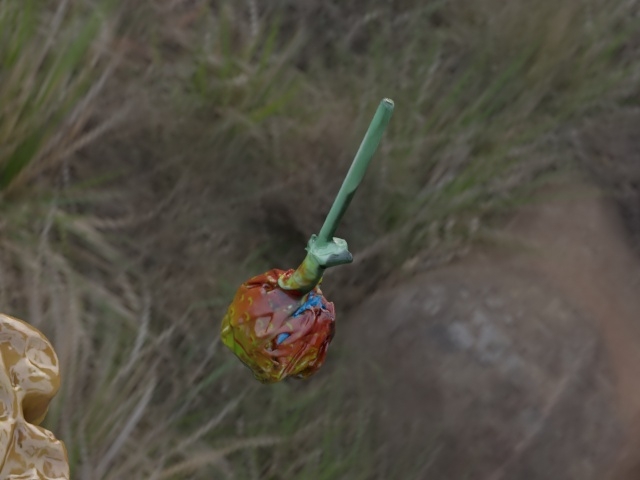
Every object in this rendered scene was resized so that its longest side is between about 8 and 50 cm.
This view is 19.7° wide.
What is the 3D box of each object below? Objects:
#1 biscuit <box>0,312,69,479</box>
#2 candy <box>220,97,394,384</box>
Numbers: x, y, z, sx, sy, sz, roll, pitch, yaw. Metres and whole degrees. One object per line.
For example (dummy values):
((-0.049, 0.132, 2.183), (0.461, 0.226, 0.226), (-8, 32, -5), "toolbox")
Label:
((-0.246, 0.069, 0.822), (0.289, 0.044, 0.202), (13, 54, -26), "biscuit")
((0.000, 0.000, 0.944), (0.060, 0.201, 0.060), (14, 45, -14), "candy")
